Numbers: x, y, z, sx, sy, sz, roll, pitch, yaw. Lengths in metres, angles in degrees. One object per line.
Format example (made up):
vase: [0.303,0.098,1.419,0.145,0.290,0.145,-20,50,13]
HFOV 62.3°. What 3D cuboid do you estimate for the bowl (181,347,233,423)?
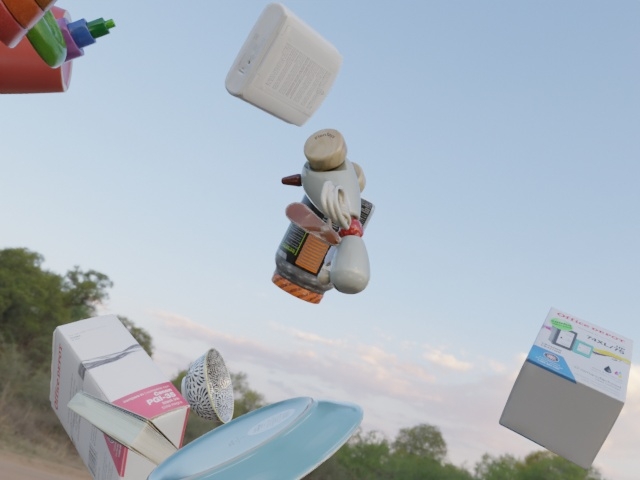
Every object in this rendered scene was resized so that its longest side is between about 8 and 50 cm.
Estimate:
bowl: [-0.262,0.334,1.194,0.080,0.170,0.170,-15,-29,4]

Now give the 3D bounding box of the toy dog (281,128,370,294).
toy dog: [-0.001,-0.055,0.999,0.161,0.334,0.220,-16,-56,17]

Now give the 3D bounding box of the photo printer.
photo printer: [-0.081,-0.455,1.435,0.107,0.256,0.307,42,17,31]

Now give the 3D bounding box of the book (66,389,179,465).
book: [-0.232,0.235,0.639,0.144,0.035,0.096,6,-42,37]

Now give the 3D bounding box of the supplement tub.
supplement tub: [0.000,0.000,1.442,0.193,0.316,0.193,27,5,-2]

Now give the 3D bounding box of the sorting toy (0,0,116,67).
sorting toy: [-0.365,-0.332,0.754,0.365,0.126,0.127,-135,-158,-77]

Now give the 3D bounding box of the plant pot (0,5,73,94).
plant pot: [-0.731,-0.465,1.255,0.243,0.275,0.275,4,-19,-19]

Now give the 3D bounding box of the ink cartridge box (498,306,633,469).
ink cartridge box: [0.562,0.320,1.204,0.198,0.270,0.197,23,-61,25]

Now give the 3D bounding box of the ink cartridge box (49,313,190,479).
ink cartridge box: [-0.371,0.296,0.952,0.117,0.207,0.283,-11,37,-45]

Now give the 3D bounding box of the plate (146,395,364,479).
plate: [-0.059,0.150,0.378,0.188,0.024,0.188,-24,-5,-2]
